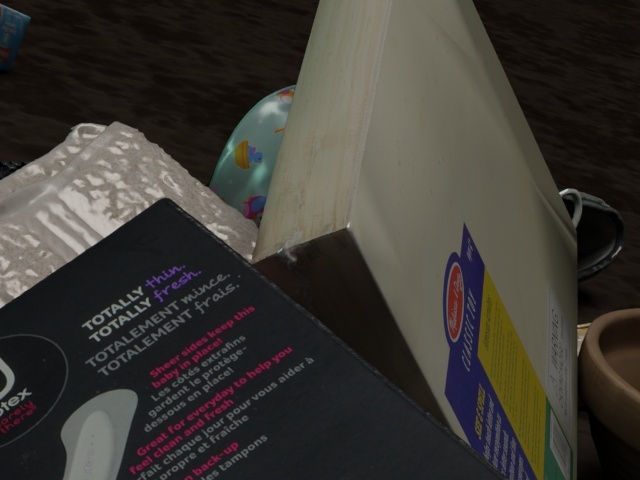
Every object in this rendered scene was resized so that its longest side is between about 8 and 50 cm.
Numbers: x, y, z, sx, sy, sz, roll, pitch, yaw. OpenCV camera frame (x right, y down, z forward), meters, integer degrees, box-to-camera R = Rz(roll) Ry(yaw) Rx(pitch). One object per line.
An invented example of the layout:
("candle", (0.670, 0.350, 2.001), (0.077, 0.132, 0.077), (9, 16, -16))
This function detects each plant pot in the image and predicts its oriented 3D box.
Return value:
("plant pot", (0.258, 0.139, 1.129), (0.237, 0.110, 0.237), (14, 18, -5))

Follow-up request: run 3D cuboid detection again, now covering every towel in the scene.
("towel", (-0.071, 0.050, 1.027), (0.282, 0.049, 0.187), (37, 41, 11))

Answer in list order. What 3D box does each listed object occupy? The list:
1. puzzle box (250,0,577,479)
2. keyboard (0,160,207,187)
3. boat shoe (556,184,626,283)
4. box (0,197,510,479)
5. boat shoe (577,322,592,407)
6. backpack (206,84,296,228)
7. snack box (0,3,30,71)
("puzzle box", (0.067, 0.001, 1.010), (0.052, 0.272, 0.409), (-18, 27, 18))
("keyboard", (-0.161, -0.039, 1.427), (0.180, 0.023, 0.108), (-1, 25, -42))
("boat shoe", (0.145, 0.003, 1.430), (0.105, 0.113, 0.306), (10, 3, 30))
("box", (-0.038, 0.128, 0.744), (0.165, 0.143, 0.270), (-35, 41, -15))
("boat shoe", (0.214, 0.081, 1.338), (0.170, 0.063, 0.059), (2, 29, -36))
("backpack", (0.000, 0.000, 1.183), (0.144, 0.188, 0.166), (29, 21, 34))
("snack box", (-0.393, -0.219, 1.561), (0.187, 0.060, 0.322), (22, 2, 15))
